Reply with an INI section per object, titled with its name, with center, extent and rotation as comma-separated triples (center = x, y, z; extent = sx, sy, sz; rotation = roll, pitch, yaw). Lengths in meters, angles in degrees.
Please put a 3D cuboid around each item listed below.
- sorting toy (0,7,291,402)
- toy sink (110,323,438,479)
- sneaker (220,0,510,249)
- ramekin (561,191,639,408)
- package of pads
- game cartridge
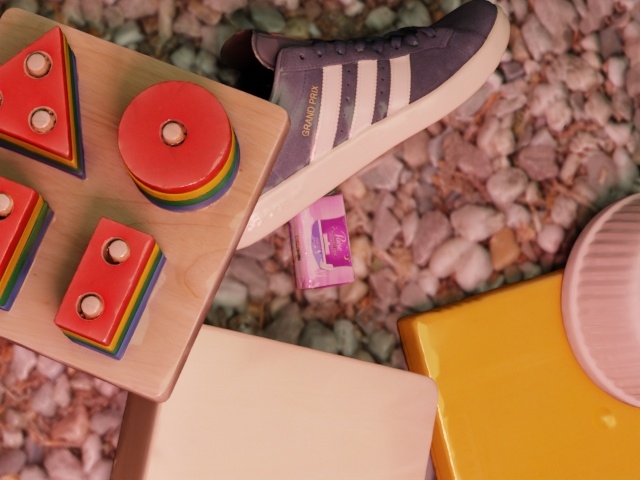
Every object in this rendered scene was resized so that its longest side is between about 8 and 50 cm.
[sorting toy]
center = -0.192, -0.042, 1.361
extent = 0.257, 0.089, 0.255
rotation = 21, 77, 11
[toy sink]
center = -0.041, 0.164, 1.454
extent = 0.234, 0.131, 0.153
rotation = 13, 81, -17
[sneaker]
center = 0.008, -0.140, 1.493
extent = 0.350, 0.131, 0.148
rotation = -36, 105, -21
[ramekin]
center = 0.334, 0.053, 1.581
extent = 0.207, 0.109, 0.207
rotation = 1, 86, -23
[package of pads]
center = 0.000, 0.000, 1.535
extent = 0.050, 0.032, 0.083
rotation = -8, 90, -22
[game cartridge]
center = 0.251, 0.165, 1.626
extent = 0.323, 0.052, 0.285
rotation = -15, 93, -21
